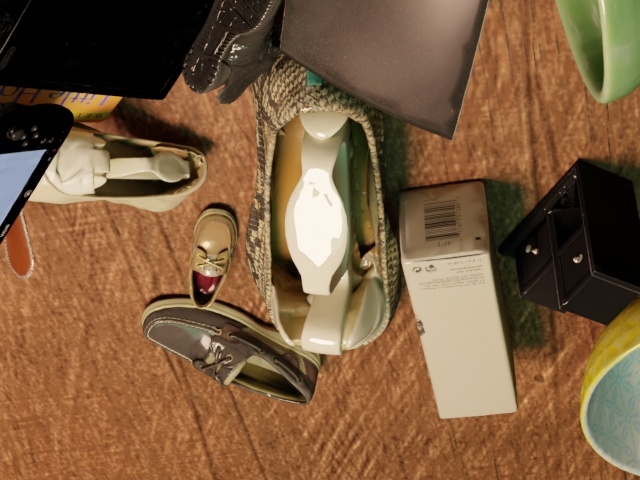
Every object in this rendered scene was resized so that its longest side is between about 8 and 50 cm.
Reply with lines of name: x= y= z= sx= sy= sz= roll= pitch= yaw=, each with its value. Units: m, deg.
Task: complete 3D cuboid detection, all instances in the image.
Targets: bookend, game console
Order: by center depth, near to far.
game console: x=-0.241 y=-0.101 z=1.301 sx=0.213 sy=0.044 sz=0.361 roll=-1 pitch=136 yaw=-52
bookend: x=0.261 y=0.029 z=1.553 sx=0.072 sy=0.156 sz=0.157 roll=19 pitch=134 yaw=-19

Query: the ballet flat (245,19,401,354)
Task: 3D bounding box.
ballet flat: x=0.000 y=0.000 z=1.507 sx=0.164 sy=0.182 sz=0.483 roll=-2 pitch=137 yaw=2

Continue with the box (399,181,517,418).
box: x=0.153 y=0.070 z=1.632 sx=0.094 sy=0.113 sz=0.275 roll=-7 pitch=135 yaw=9

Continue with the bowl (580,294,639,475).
bowl: x=0.424 y=0.124 z=1.650 sx=0.289 sy=0.156 sz=0.289 roll=1 pitch=137 yaw=1

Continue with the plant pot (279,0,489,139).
plant pot: x=0.061 y=-0.227 z=1.279 sx=0.167 sy=0.187 sz=0.188 roll=12 pitch=137 yaw=3

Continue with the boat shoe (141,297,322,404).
boat shoe: x=-0.101 y=0.131 z=1.726 sx=0.223 sy=0.073 sz=0.080 roll=20 pitch=133 yaw=-20

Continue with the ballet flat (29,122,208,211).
ballet flat: x=-0.210 y=-0.075 z=1.451 sx=0.248 sy=0.086 sz=0.086 roll=3 pitch=146 yaw=-47

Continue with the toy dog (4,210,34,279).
toy dog: x=-0.398 y=-0.011 z=1.515 sx=0.220 sy=0.161 sz=0.334 roll=17 pitch=135 yaw=-17

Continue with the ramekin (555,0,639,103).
ramekin: x=0.251 y=-0.269 z=1.143 sx=0.148 sy=0.303 sz=0.303 roll=-13 pitch=135 yaw=4

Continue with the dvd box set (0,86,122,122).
dvd box set: x=-0.211 y=-0.249 z=1.236 sx=0.307 sy=0.062 sz=0.420 roll=-2 pitch=147 yaw=-43

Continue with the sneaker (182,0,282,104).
sneaker: x=-0.065 y=-0.181 z=1.318 sx=0.051 sy=0.089 sz=0.170 roll=50 pitch=126 yaw=14

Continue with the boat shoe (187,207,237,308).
boat shoe: x=-0.118 y=0.022 z=1.631 sx=0.050 sy=0.045 sz=0.135 roll=5 pitch=137 yaw=-5
